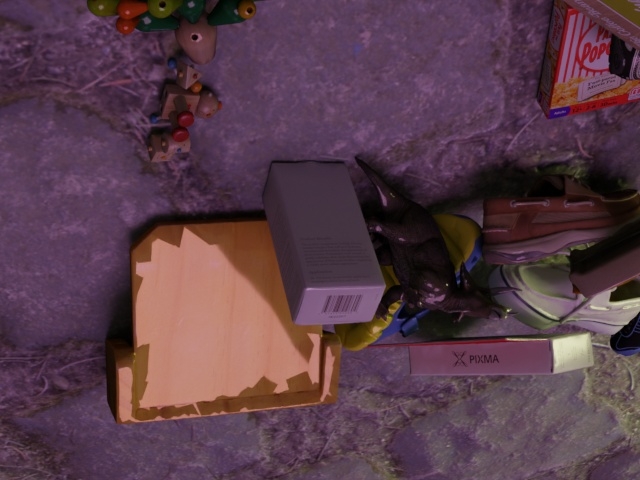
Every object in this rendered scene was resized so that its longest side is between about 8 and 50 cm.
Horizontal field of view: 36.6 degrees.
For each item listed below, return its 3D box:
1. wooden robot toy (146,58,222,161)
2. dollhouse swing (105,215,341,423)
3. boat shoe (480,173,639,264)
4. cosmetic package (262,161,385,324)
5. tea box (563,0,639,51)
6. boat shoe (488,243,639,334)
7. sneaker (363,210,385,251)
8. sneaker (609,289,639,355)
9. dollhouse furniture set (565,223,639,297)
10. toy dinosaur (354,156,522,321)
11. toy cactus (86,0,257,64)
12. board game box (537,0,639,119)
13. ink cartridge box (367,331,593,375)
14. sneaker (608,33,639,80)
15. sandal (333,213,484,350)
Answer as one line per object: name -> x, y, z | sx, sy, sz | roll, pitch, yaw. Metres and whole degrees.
wooden robot toy -> -0.161, -0.159, 1.227 | 0.079, 0.076, 0.173 | -5, 142, -31
dollhouse swing -> -0.168, 0.118, 1.563 | 0.347, 0.305, 0.315 | -4, -179, -16
boat shoe -> 0.380, -0.049, 1.503 | 0.324, 0.116, 0.123 | -15, -176, -34
cosmetic package -> 0.000, 0.000, 1.341 | 0.117, 0.231, 0.085 | 0, 138, -18
tea box -> 0.363, -0.381, 0.829 | 0.220, 0.329, 0.323 | 22, 167, -31
boat shoe -> 0.456, 0.074, 1.675 | 0.367, 0.136, 0.156 | 14, 133, -36
sneaker -> 0.059, -0.002, 1.458 | 0.178, 0.072, 0.077 | -36, 151, -59
sneaker -> 0.610, 0.129, 1.847 | 0.090, 0.081, 0.232 | 11, 127, -26
dollhouse furniture set -> 0.547, 0.037, 1.492 | 0.301, 0.151, 0.197 | -29, -177, 19
toy dinosaur -> 0.134, 0.020, 1.414 | 0.160, 0.313, 0.121 | -24, 163, -43
toy cactus -> -0.152, -0.266, 1.094 | 0.219, 0.112, 0.180 | -16, 160, -5
board game box -> 0.380, -0.261, 1.311 | 0.147, 0.045, 0.193 | -13, 141, -6
ink cartridge box -> 0.267, 0.197, 1.648 | 0.296, 0.066, 0.261 | -9, 173, 44
sneaker -> 0.506, -0.282, 1.196 | 0.343, 0.146, 0.134 | -25, 142, -13
sandal -> 0.157, 0.067, 1.583 | 0.138, 0.126, 0.317 | 6, 143, -41
